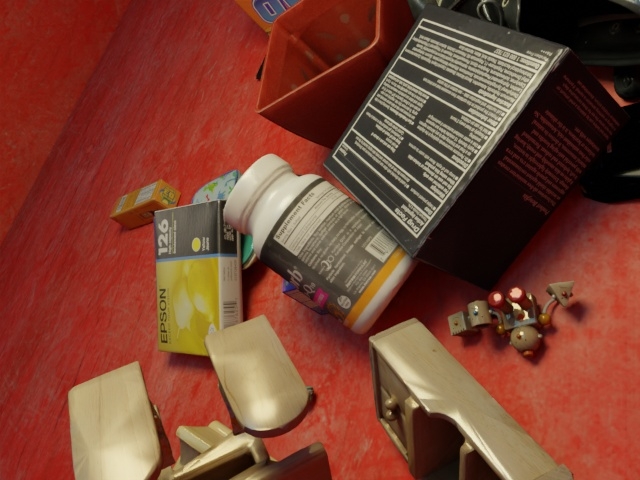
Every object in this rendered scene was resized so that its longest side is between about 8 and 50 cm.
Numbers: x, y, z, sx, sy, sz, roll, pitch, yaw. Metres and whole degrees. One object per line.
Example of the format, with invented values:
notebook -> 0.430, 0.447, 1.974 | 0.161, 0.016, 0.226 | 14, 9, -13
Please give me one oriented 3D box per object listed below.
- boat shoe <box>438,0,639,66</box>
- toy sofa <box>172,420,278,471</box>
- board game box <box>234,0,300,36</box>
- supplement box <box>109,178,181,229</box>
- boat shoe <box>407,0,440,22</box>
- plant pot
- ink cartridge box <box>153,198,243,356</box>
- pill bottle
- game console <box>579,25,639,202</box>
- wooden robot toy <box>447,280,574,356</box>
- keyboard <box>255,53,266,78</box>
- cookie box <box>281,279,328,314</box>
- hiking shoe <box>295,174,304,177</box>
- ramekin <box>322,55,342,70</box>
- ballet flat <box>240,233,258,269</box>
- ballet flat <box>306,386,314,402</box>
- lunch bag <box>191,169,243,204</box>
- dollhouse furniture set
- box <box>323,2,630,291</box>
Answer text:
boat shoe -> 0.324, -0.331, 0.788 | 0.156, 0.187, 0.500 | -54, 30, -3
toy sofa -> -0.200, 0.474, 0.817 | 0.150, 0.177, 0.362 | 23, 79, 25
board game box -> -0.058, -0.813, 1.408 | 0.356, 0.356, 0.356 | -11, 55, 40
supplement box -> -0.507, -0.100, 1.560 | 0.233, 0.078, 0.080 | -11, 52, 39
boat shoe -> 0.187, -0.515, 1.139 | 0.121, 0.119, 0.335 | -38, 42, 19
plant pot -> 0.067, -0.321, 1.029 | 0.267, 0.235, 0.267 | -19, 51, 35
ink cartridge box -> -0.283, 0.081, 1.129 | 0.307, 0.072, 0.304 | -7, 85, 39
pill bottle -> 0.000, 0.000, 0.822 | 0.278, 0.162, 0.162 | 36, 90, 10
game console -> 0.462, -0.221, 0.719 | 0.213, 0.044, 0.361 | -9, 58, 42
wooden robot toy -> 0.243, 0.108, 0.683 | 0.173, 0.076, 0.079 | -22, 60, 33
keyboard -> -0.106, -0.492, 1.490 | 0.180, 0.023, 0.108 | 17, 82, 48
cookie box -> -0.015, 0.066, 0.931 | 0.040, 0.107, 0.092 | -22, 49, 33
hiking shoe -> -0.035, -0.091, 1.058 | 0.086, 0.114, 0.227 | -52, 39, 2
ramekin -> 0.046, -0.437, 1.232 | 0.207, 0.109, 0.207 | -24, 48, 31
ballet flat -> -0.120, -0.045, 1.138 | 0.086, 0.086, 0.248 | -14, 58, 38
ballet flat -> -0.057, 0.254, 0.895 | 0.114, 0.041, 0.041 | -4, 60, 44
lunch bag -> -0.228, -0.042, 1.233 | 0.176, 0.090, 0.219 | -24, 49, 31
dollhouse furniture set -> 0.005, 0.283, 0.559 | 0.394, 0.362, 0.256 | -20, 35, -17
box -> 0.197, -0.139, 0.782 | 0.294, 0.182, 0.296 | -55, 37, 15
